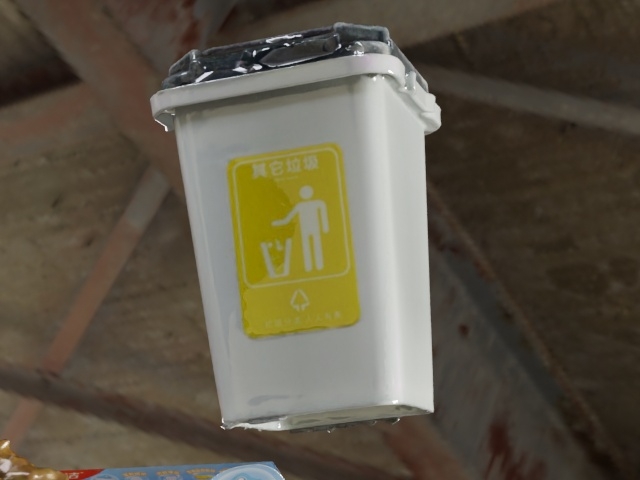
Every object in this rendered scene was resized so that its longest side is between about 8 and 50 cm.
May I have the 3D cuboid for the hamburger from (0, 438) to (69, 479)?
[{"bbox_3d":[-0.214,0.176,0.653,0.245,0.155,0.282,-20,-26,-9],"label":"hamburger"}]

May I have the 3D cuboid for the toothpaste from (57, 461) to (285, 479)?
[{"bbox_3d":[-0.120,0.181,1.040,0.193,0.044,0.070,1,-68,-22],"label":"toothpaste"}]

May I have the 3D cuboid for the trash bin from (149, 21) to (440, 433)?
[{"bbox_3d":[0.000,0.000,1.451,0.256,0.367,0.296,-9,-12,13],"label":"trash bin"}]
